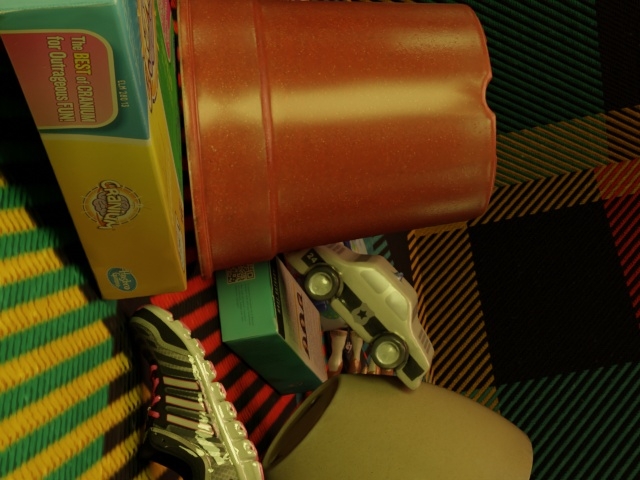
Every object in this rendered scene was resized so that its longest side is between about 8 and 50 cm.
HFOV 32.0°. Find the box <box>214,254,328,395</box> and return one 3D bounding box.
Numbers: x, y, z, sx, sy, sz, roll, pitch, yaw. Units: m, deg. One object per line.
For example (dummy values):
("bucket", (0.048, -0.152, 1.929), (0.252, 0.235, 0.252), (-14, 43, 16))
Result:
("box", (-0.050, 0.094, 1.233), (0.244, 0.060, 0.100), (58, 22, -65))

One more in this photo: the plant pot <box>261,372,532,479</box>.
("plant pot", (0.050, 0.248, 1.153), (0.191, 0.284, 0.284), (40, 16, -6))

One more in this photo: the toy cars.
("toy cars", (0.016, -0.009, 1.196), (0.176, 0.087, 0.393), (34, 16, -46))

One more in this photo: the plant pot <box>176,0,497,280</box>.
("plant pot", (0.012, -0.109, 1.032), (0.272, 0.265, 0.272), (175, -90, -86))

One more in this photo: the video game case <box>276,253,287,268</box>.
("video game case", (-0.033, 0.037, 1.522), (0.285, 0.025, 0.204), (-85, 161, -61))

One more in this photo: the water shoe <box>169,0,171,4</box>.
("water shoe", (-0.149, -0.307, 1.064), (0.073, 0.080, 0.203), (53, 27, -68))

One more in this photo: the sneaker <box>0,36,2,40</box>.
("sneaker", (-0.205, -0.184, 0.676), (0.058, 0.052, 0.135), (-70, 147, -65))

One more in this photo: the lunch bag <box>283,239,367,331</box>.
("lunch bag", (0.000, 0.000, 1.420), (0.176, 0.090, 0.219), (-64, 141, -70))

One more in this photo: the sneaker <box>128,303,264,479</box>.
("sneaker", (-0.109, 0.128, 0.832), (0.170, 0.075, 0.063), (60, -21, 11))

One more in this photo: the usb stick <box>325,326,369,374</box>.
("usb stick", (0.060, 0.223, 1.790), (0.278, 0.045, 0.077), (68, 13, -49))

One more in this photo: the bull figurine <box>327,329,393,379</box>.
("bull figurine", (0.047, 0.218, 1.492), (0.310, 0.101, 0.188), (40, 60, -83))

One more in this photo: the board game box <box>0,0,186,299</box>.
("board game box", (-0.142, -0.138, 0.741), (0.316, 0.064, 0.242), (89, -5, -61))
